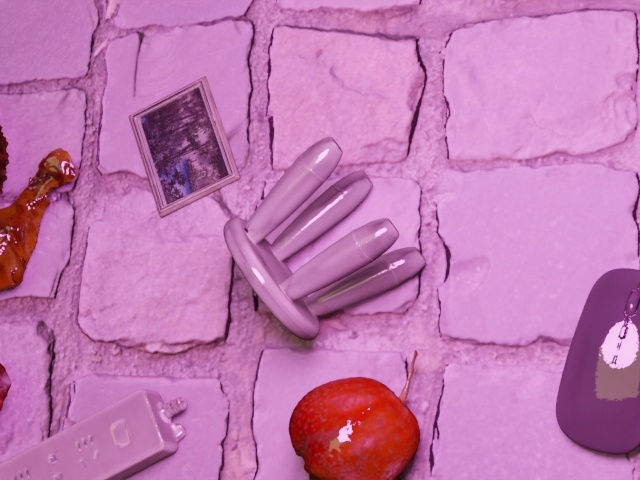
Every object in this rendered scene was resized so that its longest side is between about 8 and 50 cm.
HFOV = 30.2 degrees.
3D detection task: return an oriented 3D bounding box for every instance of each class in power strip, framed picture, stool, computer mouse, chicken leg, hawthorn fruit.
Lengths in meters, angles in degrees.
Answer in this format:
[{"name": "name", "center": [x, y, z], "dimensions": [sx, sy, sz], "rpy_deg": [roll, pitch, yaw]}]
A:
[{"name": "power strip", "center": [-0.334, 0.311, 1.704], "dimensions": [0.338, 0.058, 0.098], "rpy_deg": [-29, 68, 13]}, {"name": "framed picture", "center": [-0.209, -0.143, 1.794], "dimensions": [0.142, 0.011, 0.183], "rpy_deg": [-25, 69, 14]}, {"name": "stool", "center": [0.000, 0.000, 1.575], "dimensions": [0.199, 0.195, 0.195], "rpy_deg": [-38, 66, 7]}, {"name": "computer mouse", "center": [0.368, 0.147, 1.464], "dimensions": [0.120, 0.057, 0.232], "rpy_deg": [17, 84, 24]}, {"name": "chicken leg", "center": [-0.461, -0.032, 1.832], "dimensions": [0.251, 0.107, 0.087], "rpy_deg": [-54, 20, -6]}, {"name": "hawthorn fruit", "center": [0.064, 0.239, 1.526], "dimensions": [0.203, 0.162, 0.162], "rpy_deg": [-29, 67, -3]}]

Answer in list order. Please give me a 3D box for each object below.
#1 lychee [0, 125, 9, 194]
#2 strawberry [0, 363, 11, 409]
[{"name": "lychee", "center": [-0.604, -0.151, 1.841], "dimensions": [0.271, 0.271, 0.271], "rpy_deg": [-5, 75, 21]}, {"name": "strawberry", "center": [-0.646, 0.232, 1.733], "dimensions": [0.310, 0.292, 0.291], "rpy_deg": [-44, 65, 14]}]
